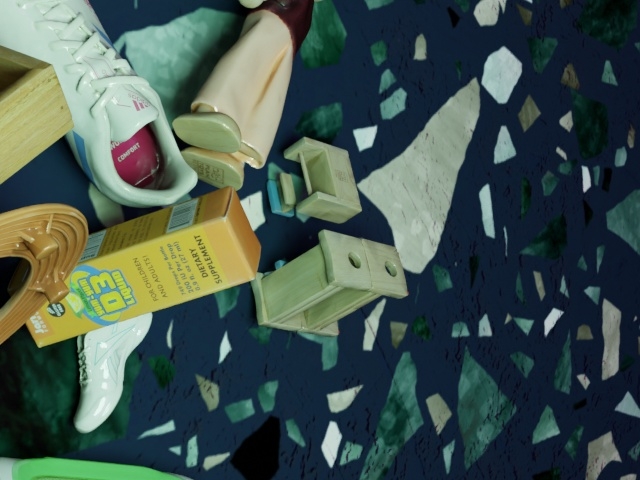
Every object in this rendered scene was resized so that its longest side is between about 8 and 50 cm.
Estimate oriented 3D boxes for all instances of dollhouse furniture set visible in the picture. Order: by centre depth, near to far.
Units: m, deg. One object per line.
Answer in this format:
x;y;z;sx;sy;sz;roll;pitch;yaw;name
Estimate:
0.000;0.000;1.495;0.129;0.129;0.183;14;54;-44;dollhouse furniture set

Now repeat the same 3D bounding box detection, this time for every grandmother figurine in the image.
-0.052;-0.217;1.387;0.104;0.208;0.342;23;61;2;grandmother figurine

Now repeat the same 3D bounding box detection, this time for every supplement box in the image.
-0.180;0.027;1.231;0.080;0.233;0.078;-83;153;-62;supplement box

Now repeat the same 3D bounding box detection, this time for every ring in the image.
-0.328;0.087;1.051;0.337;0.336;0.032;-31;78;-38;ring

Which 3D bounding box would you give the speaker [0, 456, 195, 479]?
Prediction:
-0.238;0.288;1.266;0.296;0.131;0.131;16;83;-43;speaker

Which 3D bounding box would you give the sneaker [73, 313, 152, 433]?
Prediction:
-0.230;0.125;1.314;0.061;0.054;0.152;32;66;-31;sneaker

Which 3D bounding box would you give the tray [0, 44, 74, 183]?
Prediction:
-0.415;-0.028;1.007;0.411;0.203;0.076;-44;140;-32;tray

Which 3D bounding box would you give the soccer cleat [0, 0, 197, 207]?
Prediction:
-0.226;-0.166;1.214;0.116;0.143;0.331;-46;123;-20;soccer cleat
